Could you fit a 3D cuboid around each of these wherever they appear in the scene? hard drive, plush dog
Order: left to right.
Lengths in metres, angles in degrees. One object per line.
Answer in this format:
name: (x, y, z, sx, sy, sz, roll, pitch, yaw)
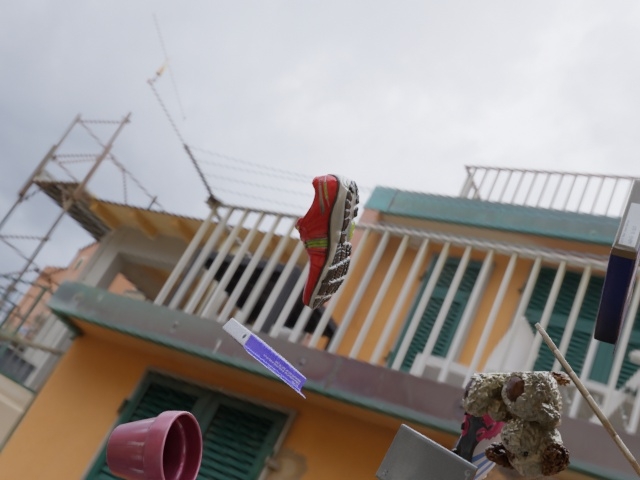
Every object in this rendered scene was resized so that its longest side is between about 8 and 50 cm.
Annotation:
hard drive: (0.166, 0.362, 1.231, 0.135, 0.094, 0.022, 26, -5, 23)
plush dog: (0.451, 0.398, 1.698, 0.210, 0.225, 0.262, 3, -11, -21)

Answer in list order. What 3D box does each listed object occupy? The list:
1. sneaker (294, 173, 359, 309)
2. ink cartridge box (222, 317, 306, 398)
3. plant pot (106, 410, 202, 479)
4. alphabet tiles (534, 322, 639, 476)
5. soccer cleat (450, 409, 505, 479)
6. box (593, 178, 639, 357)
sneaker: (0.000, 0.000, 1.612, 0.118, 0.279, 0.107, 14, 3, 23)
ink cartridge box: (-0.131, 0.290, 1.965, 0.206, 0.045, 0.208, 43, -7, -26)
plant pot: (-0.418, 0.522, 1.947, 0.180, 0.201, 0.201, -2, -37, 20)
alphabet tiles: (0.518, 0.314, 1.490, 0.285, 0.011, 0.342, 48, 11, -39)
soccer cleat: (0.453, 0.529, 2.150, 0.143, 0.331, 0.116, 4, 30, -34)
box: (0.415, 0.045, 1.080, 0.036, 0.136, 0.225, 14, -41, 24)
